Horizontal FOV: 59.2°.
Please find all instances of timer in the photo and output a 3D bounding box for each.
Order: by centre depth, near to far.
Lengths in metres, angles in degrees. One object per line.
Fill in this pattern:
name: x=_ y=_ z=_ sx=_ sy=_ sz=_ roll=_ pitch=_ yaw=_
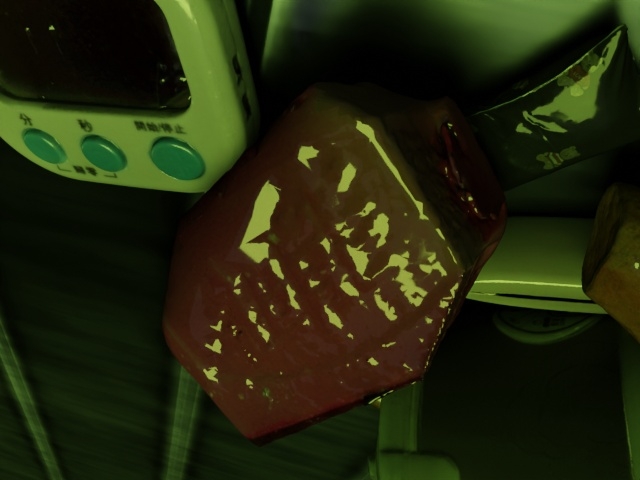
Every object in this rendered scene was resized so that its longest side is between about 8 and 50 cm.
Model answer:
timer: x=-0.178 y=-0.149 z=0.457 sx=0.262 sy=0.087 sz=0.237 roll=8 pitch=138 yaw=15

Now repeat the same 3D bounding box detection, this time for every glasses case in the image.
glasses case: x=0.205 y=0.019 z=0.482 sx=0.204 sy=0.081 sz=0.051 roll=4 pitch=139 yaw=21

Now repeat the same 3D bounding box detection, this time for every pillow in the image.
pillow: x=0.165 y=-0.084 z=0.409 sx=0.150 sy=0.048 sz=0.090 roll=-24 pitch=116 yaw=40

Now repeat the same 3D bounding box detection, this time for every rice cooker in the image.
rice cooker: x=0.202 y=0.198 z=0.539 sx=0.277 sy=0.288 sz=0.288 roll=-9 pitch=131 yaw=32

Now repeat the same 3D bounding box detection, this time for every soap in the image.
soap: x=0.002 y=0.026 z=0.460 sx=0.325 sy=0.127 sz=0.220 roll=-36 pitch=96 yaw=35

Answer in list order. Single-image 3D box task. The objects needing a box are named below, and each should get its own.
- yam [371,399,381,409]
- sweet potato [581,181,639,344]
yam: x=0.113 y=0.221 z=0.763 sx=0.241 sy=0.056 sz=0.057 roll=28 pitch=139 yaw=-8
sweet potato: x=0.266 y=0.068 z=0.371 sx=0.251 sy=0.097 sz=0.097 roll=53 pitch=142 yaw=17
